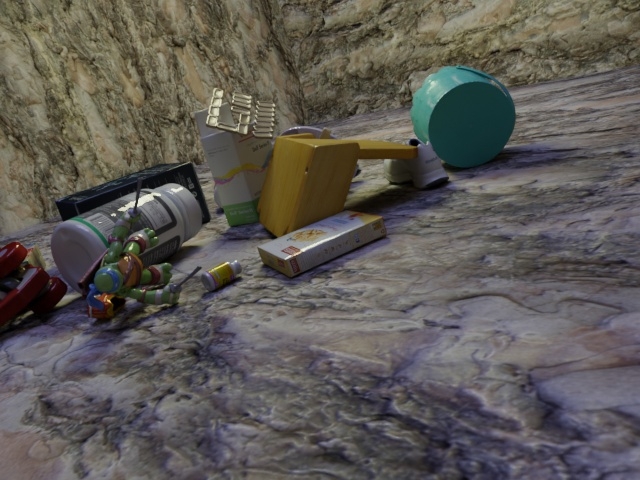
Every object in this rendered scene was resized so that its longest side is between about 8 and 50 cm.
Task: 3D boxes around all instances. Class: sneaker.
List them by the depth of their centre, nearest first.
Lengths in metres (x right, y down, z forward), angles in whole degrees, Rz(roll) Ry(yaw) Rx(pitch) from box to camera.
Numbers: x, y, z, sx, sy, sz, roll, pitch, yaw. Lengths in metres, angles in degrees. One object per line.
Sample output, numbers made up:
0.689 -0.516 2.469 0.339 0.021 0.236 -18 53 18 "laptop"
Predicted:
-0.462 0.131 1.248 0.067 0.064 0.175 4 19 -7 "sneaker"
0.260 -0.228 1.583 0.111 0.129 0.297 -22 16 -15 "sneaker"

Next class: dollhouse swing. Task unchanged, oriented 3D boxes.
0.042 -0.145 1.503 0.305 0.315 0.347 13 8 -23 "dollhouse swing"

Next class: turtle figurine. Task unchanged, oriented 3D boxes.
-0.354 0.034 1.191 0.275 0.197 0.266 -56 8 1 "turtle figurine"

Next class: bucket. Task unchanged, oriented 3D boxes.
0.405 -0.348 1.604 0.281 0.281 0.183 -15 25 3 "bucket"

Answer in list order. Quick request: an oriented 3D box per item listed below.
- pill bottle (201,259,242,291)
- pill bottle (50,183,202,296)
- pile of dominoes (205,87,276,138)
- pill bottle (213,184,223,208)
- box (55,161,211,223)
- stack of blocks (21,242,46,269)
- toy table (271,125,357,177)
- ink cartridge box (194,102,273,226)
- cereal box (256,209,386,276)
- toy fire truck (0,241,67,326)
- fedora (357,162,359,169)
-0.209 0.072 1.195 0.083 0.043 0.043 -29 20 -36 "pill bottle"
-0.492 -0.016 1.476 0.204 0.204 0.361 -5 19 33 "pill bottle"
-0.233 -0.363 1.663 0.196 0.040 0.251 13 38 -13 "pile of dominoes"
-0.329 -0.178 2.021 0.108 0.108 0.193 -18 16 -6 "pill bottle"
-0.621 -0.101 1.867 0.395 0.212 0.293 -27 20 -31 "box"
-0.972 0.101 1.756 0.171 0.087 0.297 -22 17 -17 "stack of blocks"
-0.017 -0.248 1.756 0.274 0.252 0.161 13 24 0 "toy table"
-0.236 -0.246 1.716 0.119 0.354 0.207 -8 19 27 "ink cartridge box"
0.000 0.000 1.225 0.240 0.047 0.173 -23 17 -22 "cereal box"
-0.784 0.150 1.347 0.302 0.169 0.254 -4 44 38 "toy fire truck"
0.008 -0.273 1.982 0.243 0.124 0.275 -11 17 19 "fedora"
